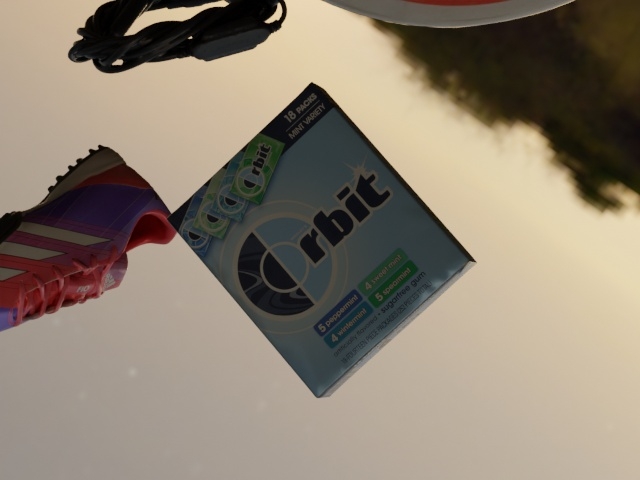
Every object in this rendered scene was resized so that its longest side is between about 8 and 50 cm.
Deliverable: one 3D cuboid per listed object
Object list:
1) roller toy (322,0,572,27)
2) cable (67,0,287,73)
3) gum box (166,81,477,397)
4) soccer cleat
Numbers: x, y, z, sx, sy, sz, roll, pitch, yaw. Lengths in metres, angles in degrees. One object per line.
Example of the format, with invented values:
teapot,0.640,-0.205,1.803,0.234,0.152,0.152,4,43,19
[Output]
roller toy,0.046,-0.190,0.682,0.209,0.191,0.146,69,-164,-47
cable,-0.128,-0.188,1.586,0.150,0.184,0.047,-133,29,-54
gum box,0.000,0.000,1.449,0.184,0.157,0.041,49,-171,12
soccer cleat,-0.253,0.022,1.814,0.116,0.109,0.318,39,-139,4
